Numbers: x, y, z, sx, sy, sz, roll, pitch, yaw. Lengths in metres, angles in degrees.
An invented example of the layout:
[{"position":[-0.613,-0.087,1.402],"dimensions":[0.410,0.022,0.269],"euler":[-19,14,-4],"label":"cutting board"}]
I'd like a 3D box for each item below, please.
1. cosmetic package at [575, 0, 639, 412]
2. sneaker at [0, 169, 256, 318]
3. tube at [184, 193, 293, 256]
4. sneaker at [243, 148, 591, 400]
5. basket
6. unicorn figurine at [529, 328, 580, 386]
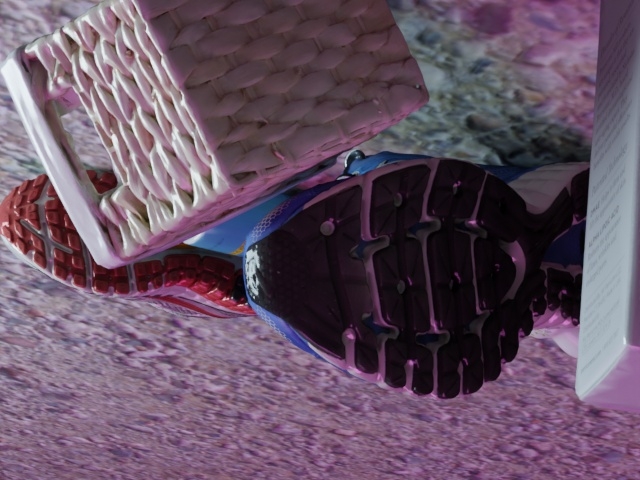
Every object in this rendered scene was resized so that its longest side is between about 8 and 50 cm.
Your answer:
[{"position":[0.178,-0.043,0.639],"dimensions":[0.117,0.231,0.085],"euler":[10,158,-2],"label":"cosmetic package"},{"position":[-0.125,0.016,1.093],"dimensions":[0.225,0.088,0.093],"euler":[18,158,-22],"label":"sneaker"},{"position":[0.000,0.000,1.070],"dimensions":[0.207,0.052,0.080],"euler":[15,162,-31],"label":"tube"},{"position":[0.051,0.013,0.870],"dimensions":[0.147,0.130,0.330],"euler":[3,-176,33],"label":"sneaker"},{"position":[-0.044,-0.074,0.719],"dimensions":[0.103,0.113,0.167],"euler":[-26,-179,43],"label":"basket"},{"position":[0.205,0.072,1.150],"dimensions":[0.162,0.060,0.111],"euler":[13,159,-12],"label":"unicorn figurine"}]
